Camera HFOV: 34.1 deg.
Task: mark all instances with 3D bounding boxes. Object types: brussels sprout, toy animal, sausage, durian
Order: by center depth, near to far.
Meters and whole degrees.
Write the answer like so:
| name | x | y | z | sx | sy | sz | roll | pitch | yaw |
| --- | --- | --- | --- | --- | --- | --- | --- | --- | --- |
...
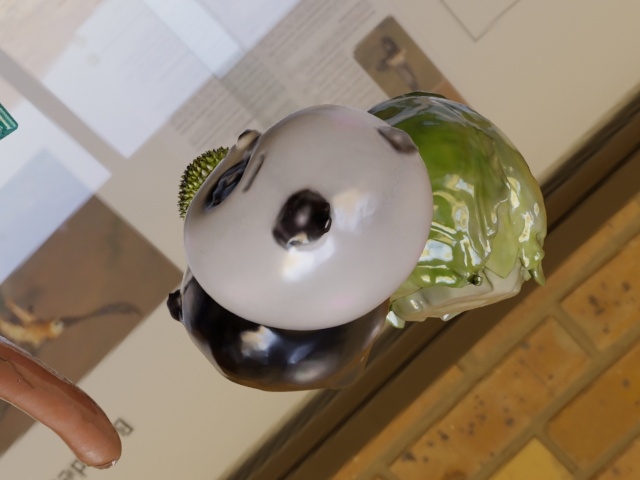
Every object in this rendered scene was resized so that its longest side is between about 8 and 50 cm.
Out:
| name | x | y | z | sx | sy | sz | roll | pitch | yaw |
| --- | --- | --- | --- | --- | --- | --- | --- | --- | --- |
| sausage | -0.198 | 0.111 | 0.728 | 0.047 | 0.177 | 0.040 | -46 | -137 | -5 |
| toy animal | -0.011 | 0.001 | 0.785 | 0.187 | 0.165 | 0.235 | -47 | 166 | -32 |
| brussels sprout | 0.175 | -0.060 | 1.705 | 0.342 | 0.361 | 0.425 | -11 | 167 | -5 |
| durian | -0.174 | -0.073 | 1.841 | 0.146 | 0.159 | 0.198 | 134 | -37 | -66 |

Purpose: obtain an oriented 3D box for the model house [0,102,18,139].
| name | x | y | z | sx | sy | sz | roll | pitch | yaw |
| --- | --- | --- | --- | --- | --- | --- | --- | --- | --- |
| model house | -0.416 | -0.128 | 1.163 | 0.127 | 0.100 | 0.149 | -27 | -159 | 32 |
